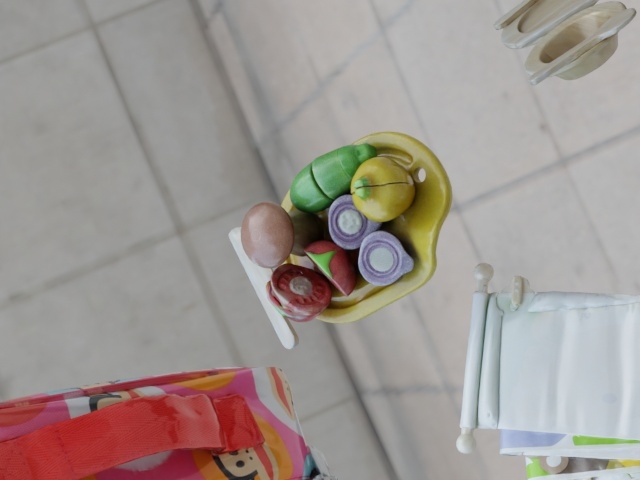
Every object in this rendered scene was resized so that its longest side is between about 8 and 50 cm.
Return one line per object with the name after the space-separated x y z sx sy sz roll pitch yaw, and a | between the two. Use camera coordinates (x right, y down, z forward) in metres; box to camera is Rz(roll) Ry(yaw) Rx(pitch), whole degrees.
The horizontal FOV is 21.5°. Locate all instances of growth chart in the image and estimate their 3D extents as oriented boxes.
0.207 0.111 1.246 0.021 0.237 0.172 27 -108 -60 | growth chart

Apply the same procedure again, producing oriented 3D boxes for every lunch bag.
-0.144 0.146 0.894 0.258 0.293 0.120 -36 69 43 | lunch bag

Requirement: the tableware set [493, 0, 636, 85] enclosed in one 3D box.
0.152 -0.127 0.826 0.020 0.141 0.168 53 -168 -20 | tableware set

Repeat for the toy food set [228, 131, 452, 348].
0.000 0.000 1.296 0.218 0.071 0.128 -32 71 35 | toy food set
